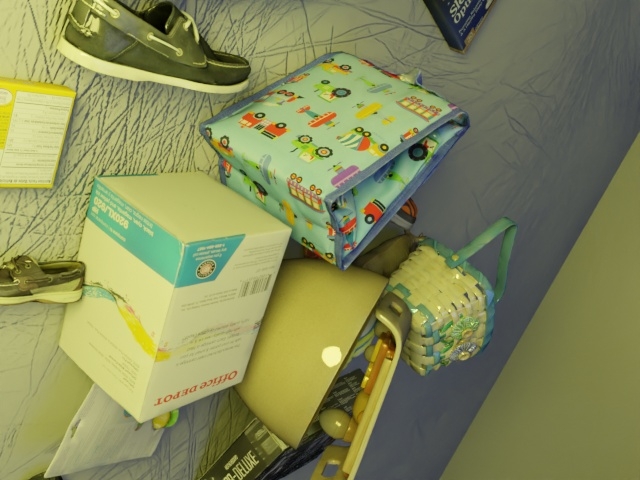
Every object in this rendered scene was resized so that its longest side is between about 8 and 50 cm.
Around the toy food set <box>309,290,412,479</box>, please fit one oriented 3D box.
[{"bbox_3d":[0.058,0.238,1.155,0.220,0.093,0.305,-16,126,-79],"label":"toy food set"}]

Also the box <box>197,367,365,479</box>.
[{"bbox_3d":[-0.056,0.374,1.354,0.308,0.076,0.242,-12,147,-51],"label":"box"}]

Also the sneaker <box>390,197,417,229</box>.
[{"bbox_3d":[0.113,-0.135,1.156,0.180,0.125,0.321,-57,150,1],"label":"sneaker"}]

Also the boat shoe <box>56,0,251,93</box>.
[{"bbox_3d":[-0.151,-0.201,0.742,0.233,0.084,0.079,-1,119,-53],"label":"boat shoe"}]

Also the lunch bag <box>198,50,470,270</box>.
[{"bbox_3d":[0.034,-0.142,0.934,0.293,0.221,0.138,-43,148,-23],"label":"lunch bag"}]

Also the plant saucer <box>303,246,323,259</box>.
[{"bbox_3d":[0.000,0.000,1.227,0.083,0.013,0.083,-37,144,-33],"label":"plant saucer"}]

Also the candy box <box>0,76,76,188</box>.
[{"bbox_3d":[-0.321,-0.098,0.641,0.206,0.027,0.105,-4,124,-54],"label":"candy box"}]

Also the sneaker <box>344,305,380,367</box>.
[{"bbox_3d":[0.020,0.187,1.354,0.240,0.091,0.126,-49,149,-14],"label":"sneaker"}]

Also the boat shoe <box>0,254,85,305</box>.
[{"bbox_3d":[-0.315,0.038,0.760,0.152,0.056,0.049,5,103,-62],"label":"boat shoe"}]

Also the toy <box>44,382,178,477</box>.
[{"bbox_3d":[-0.281,0.240,0.992,0.136,0.056,0.237,-62,155,1],"label":"toy"}]

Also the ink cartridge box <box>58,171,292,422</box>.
[{"bbox_3d":[-0.177,0.058,0.859,0.171,0.168,0.232,-10,126,-52],"label":"ink cartridge box"}]

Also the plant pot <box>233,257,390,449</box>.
[{"bbox_3d":[-0.046,0.136,1.073,0.284,0.191,0.284,-59,172,-14],"label":"plant pot"}]

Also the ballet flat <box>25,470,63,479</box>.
[{"bbox_3d":[-0.372,0.372,1.003,0.049,0.057,0.173,-5,132,-5],"label":"ballet flat"}]

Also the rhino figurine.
[{"bbox_3d":[0.134,0.041,1.408,0.243,0.073,0.106,-34,146,-38],"label":"rhino figurine"}]

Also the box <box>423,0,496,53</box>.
[{"bbox_3d":[0.225,-0.412,1.155,0.136,0.037,0.225,-59,149,1],"label":"box"}]

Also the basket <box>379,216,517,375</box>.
[{"bbox_3d":[0.257,0.108,1.377,0.289,0.201,0.254,-37,144,-22],"label":"basket"}]
